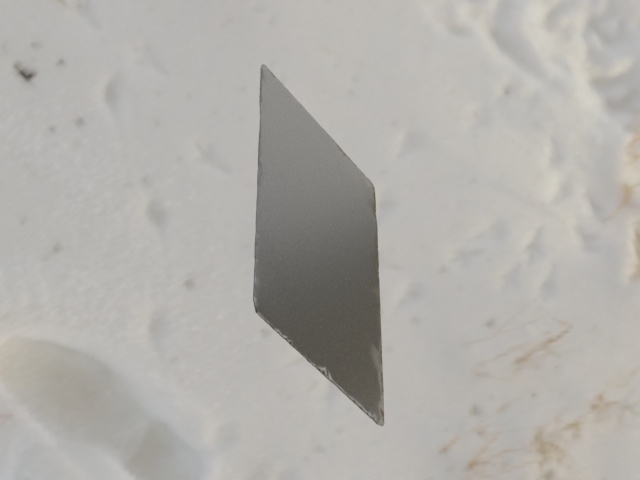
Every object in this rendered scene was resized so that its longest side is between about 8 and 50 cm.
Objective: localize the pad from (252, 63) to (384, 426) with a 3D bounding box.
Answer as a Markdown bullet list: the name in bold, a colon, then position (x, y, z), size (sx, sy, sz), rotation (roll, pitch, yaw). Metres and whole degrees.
- **pad**: position (0.000, 0.000, 0.939), size (0.143, 0.003, 0.211), rotation (45, 31, -37)
